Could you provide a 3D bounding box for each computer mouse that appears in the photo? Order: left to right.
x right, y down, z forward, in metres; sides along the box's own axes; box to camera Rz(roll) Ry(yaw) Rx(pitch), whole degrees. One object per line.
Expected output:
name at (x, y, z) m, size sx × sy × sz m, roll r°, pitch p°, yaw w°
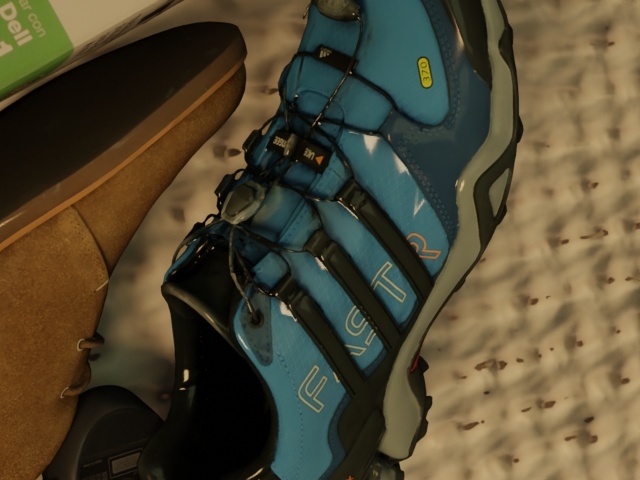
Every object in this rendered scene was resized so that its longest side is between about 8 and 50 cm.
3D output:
computer mouse at (-0.096, 0.188, 0.551) m, size 0.071 × 0.041 × 0.242 m, roll -7°, pitch 95°, yaw -45°

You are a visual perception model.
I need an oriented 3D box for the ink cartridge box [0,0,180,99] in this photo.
ink cartridge box at (-0.099, -0.134, 0.494) m, size 0.219 × 0.160 × 0.092 m, roll -35°, pitch 104°, yaw -24°

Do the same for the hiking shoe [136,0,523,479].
hiking shoe at (0.000, 0.000, 0.504) m, size 0.132 × 0.113 × 0.304 m, roll -7°, pitch 111°, yaw -45°

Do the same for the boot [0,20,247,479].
boot at (-0.134, 0.024, 0.512) m, size 0.305 × 0.112 × 0.115 m, roll -45°, pitch 121°, yaw -14°
